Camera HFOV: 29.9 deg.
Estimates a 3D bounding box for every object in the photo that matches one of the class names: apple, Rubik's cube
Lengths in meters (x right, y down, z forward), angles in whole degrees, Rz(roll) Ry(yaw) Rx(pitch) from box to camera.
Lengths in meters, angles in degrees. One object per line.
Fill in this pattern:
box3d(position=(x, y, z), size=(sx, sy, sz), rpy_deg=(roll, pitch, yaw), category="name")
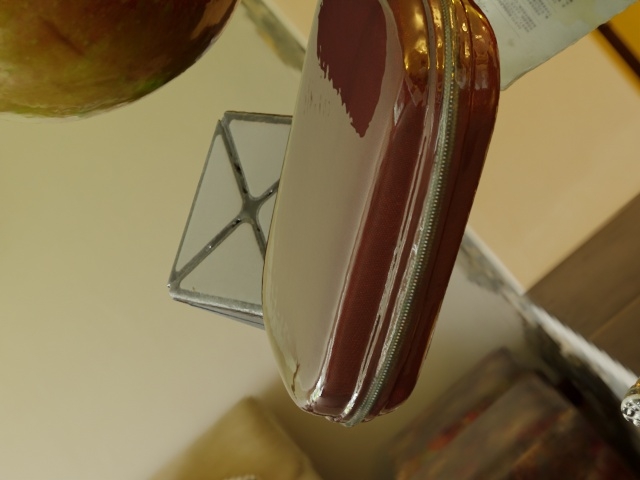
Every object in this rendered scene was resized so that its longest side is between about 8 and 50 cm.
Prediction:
box3d(position=(-0.252, -0.290, 1.115), size=(0.374, 0.374, 0.384), rpy_deg=(-39, 28, 44), category="apple")
box3d(position=(0.000, 0.000, 1.500), size=(0.260, 0.259, 0.255), rpy_deg=(11, 80, 48), category="Rubik's cube")

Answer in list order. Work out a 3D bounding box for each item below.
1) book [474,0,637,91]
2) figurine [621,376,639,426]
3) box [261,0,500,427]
box3d(position=(0.240, -0.306, 1.266), size=(0.289, 0.201, 0.026), rpy_deg=(-31, 10, 41), category="book")
box3d(position=(0.582, 0.172, 1.575), size=(0.320, 0.196, 0.323), rpy_deg=(5, -18, -28), category="figurine")
box3d(position=(0.041, -0.042, 1.016), size=(0.263, 0.108, 0.404), rpy_deg=(-112, 30, -54), category="box")
